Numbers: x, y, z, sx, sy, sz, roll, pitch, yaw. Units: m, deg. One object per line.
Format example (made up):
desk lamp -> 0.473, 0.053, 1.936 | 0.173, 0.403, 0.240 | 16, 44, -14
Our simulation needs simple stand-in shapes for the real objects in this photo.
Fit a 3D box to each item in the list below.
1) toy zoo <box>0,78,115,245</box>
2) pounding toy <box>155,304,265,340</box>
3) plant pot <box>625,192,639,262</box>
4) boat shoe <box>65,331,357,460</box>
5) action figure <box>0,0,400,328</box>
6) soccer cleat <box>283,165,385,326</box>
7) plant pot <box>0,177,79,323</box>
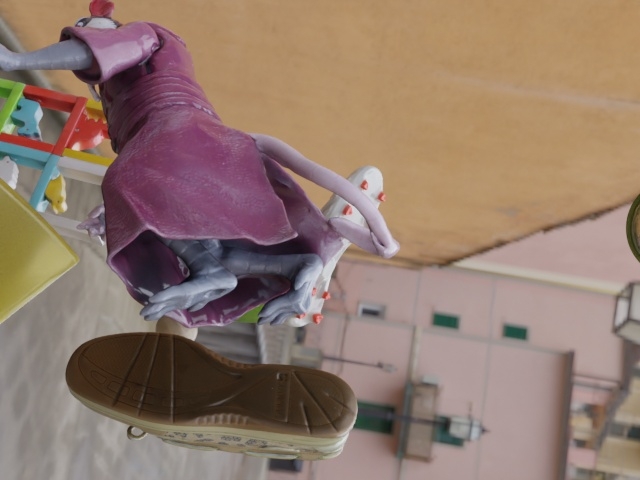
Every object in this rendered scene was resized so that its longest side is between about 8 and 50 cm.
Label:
toy zoo -> -0.342, -0.103, 1.246 | 0.030, 0.293, 0.192 | 91, 13, -62
pounding toy -> -0.120, 0.027, 1.164 | 0.110, 0.236, 0.183 | -41, 108, -82
plant pot -> 0.268, -0.007, 0.717 | 0.079, 0.083, 0.083 | -12, 112, -69
boat shoe -> -0.110, 0.166, 0.953 | 0.089, 0.285, 0.105 | 102, 2, -47
action figure -> -0.134, -0.105, 0.870 | 0.370, 0.275, 0.248 | 64, 0, 28
soccer cleat -> 0.000, 0.000, 1.053 | 0.068, 0.076, 0.196 | 29, 90, -48
plant pot -> -0.435, 0.008, 1.050 | 0.212, 0.212, 0.187 | -43, 116, -37
